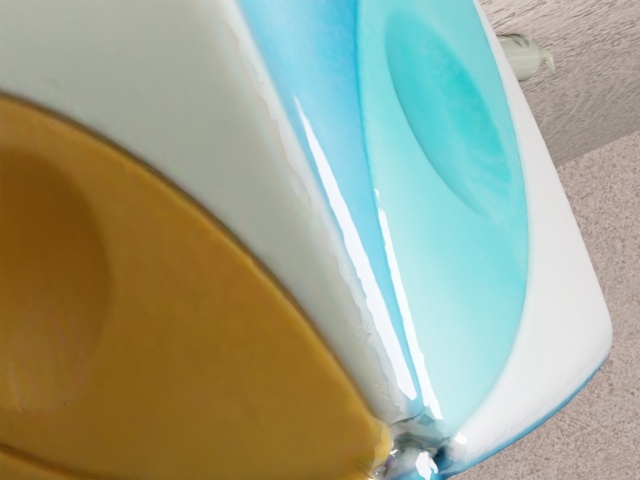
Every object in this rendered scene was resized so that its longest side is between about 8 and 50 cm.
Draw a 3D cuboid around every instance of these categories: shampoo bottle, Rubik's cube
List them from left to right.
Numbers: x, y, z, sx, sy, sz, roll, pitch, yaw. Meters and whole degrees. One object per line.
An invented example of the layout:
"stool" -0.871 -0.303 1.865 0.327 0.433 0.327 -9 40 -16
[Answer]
"Rubik's cube" -0.071 0.001 0.820 0.352 0.347 0.351 -27 173 29
"shampoo bottle" 0.202 -0.197 1.540 0.056 0.056 0.195 -28 174 37
